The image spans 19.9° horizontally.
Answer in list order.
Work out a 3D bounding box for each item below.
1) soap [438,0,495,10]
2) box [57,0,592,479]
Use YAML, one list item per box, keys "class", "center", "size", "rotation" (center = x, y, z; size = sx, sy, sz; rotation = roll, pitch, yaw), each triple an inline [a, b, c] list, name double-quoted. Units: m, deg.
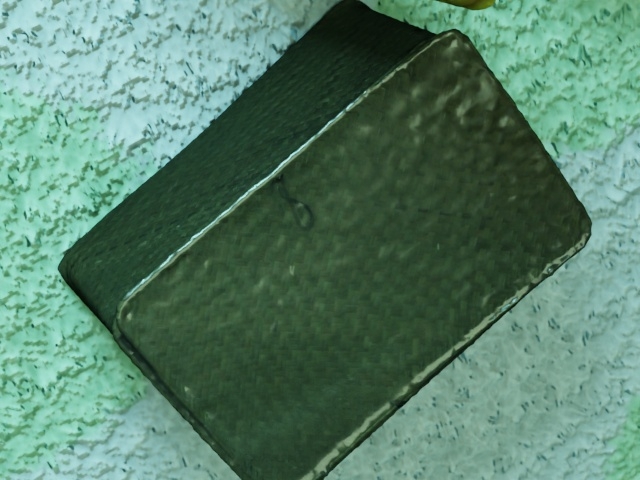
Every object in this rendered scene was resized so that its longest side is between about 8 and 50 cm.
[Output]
- class: "soap"
  center: [-0.021, -0.238, 0.960]
  size: [0.096, 0.324, 0.204]
  rotation: [-48, 119, -7]
- class: "box"
  center: [0.001, 0.001, 1.140]
  size: [0.273, 0.143, 0.184]
  rotation: [-42, 117, -5]
